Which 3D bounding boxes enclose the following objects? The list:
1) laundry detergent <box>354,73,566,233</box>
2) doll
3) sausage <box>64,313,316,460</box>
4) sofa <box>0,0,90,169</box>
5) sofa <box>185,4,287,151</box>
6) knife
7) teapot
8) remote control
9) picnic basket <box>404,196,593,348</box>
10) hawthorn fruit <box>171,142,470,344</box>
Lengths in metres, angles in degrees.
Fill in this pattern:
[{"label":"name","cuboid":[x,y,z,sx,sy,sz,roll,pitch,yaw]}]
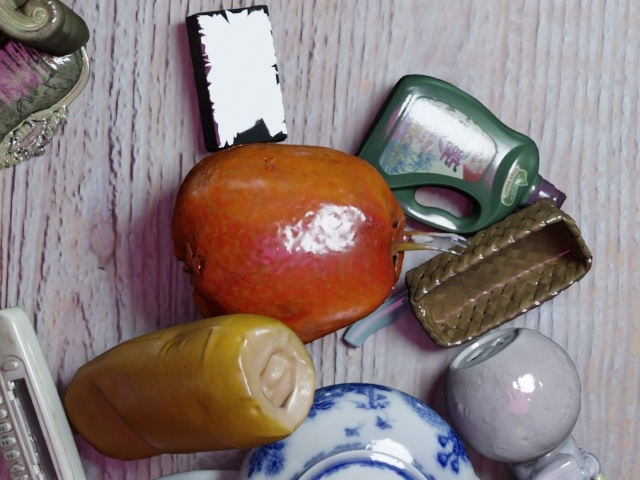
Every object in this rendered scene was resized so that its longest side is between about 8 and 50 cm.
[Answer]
[{"label":"laundry detergent","cuboid":[0.154,-0.073,1.287,0.221,0.078,0.144,30,98,-6]},{"label":"doll","cuboid":[0.240,0.235,1.280,0.151,0.151,0.287,-28,98,0]},{"label":"sausage","cuboid":[-0.147,0.151,1.204,0.134,0.354,0.116,47,53,-22]},{"label":"sofa","cuboid":[-0.355,-0.158,1.201,0.258,0.200,0.182,-39,92,0]},{"label":"sofa","cuboid":[-0.089,-0.171,1.286,0.085,0.060,0.147,-11,95,-18]},{"label":"knife","cuboid":[0.116,0.054,1.323,0.210,0.015,0.028,-33,88,0]},{"label":"teapot","cuboid":[0.035,0.273,1.202,0.423,0.280,0.252,6,93,-2]},{"label":"remote control","cuboid":[-0.311,0.184,1.294,0.090,0.049,0.230,-15,94,32]},{"label":"picnic basket","cuboid":[0.186,0.033,1.277,0.193,0.055,0.110,-28,129,10]},{"label":"hawthorn fruit","cuboid":[0.000,0.000,1.216,0.299,0.211,0.211,-5,94,5]}]
